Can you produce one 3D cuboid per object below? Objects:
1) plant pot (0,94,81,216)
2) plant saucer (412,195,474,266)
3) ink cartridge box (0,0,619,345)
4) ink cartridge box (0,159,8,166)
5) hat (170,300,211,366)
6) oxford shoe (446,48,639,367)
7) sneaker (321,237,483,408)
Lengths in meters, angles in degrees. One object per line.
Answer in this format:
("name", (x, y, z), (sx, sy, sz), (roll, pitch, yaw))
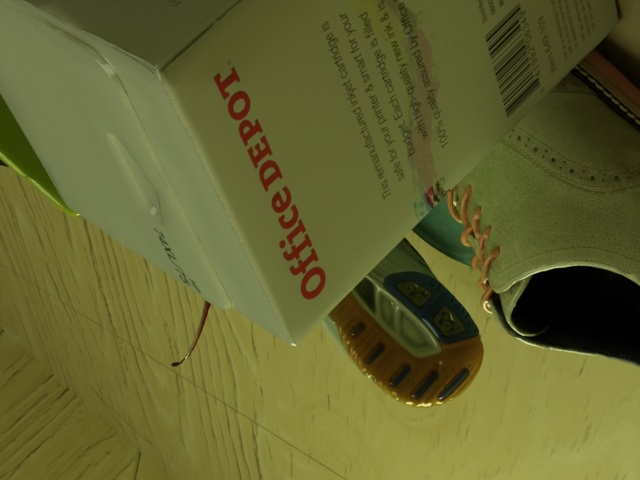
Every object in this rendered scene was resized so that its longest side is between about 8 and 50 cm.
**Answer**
("plant pot", (-0.171, -0.168, 1.090), (0.228, 0.207, 0.227), (42, -179, -7))
("plant saucer", (0.088, -0.036, 1.167), (0.195, 0.037, 0.195), (38, 158, 18))
("ink cartridge box", (-0.016, -0.129, 0.844), (0.197, 0.270, 0.198), (29, 154, 38))
("ink cartridge box", (-0.190, -0.101, 1.394), (0.176, 0.069, 0.371), (11, 168, -6))
("hat", (-0.068, -0.017, 1.294), (0.173, 0.183, 0.208), (15, 144, 55))
("oxford shoe", (0.122, -0.030, 0.943), (0.397, 0.146, 0.140), (31, 158, 38))
("sneaker", (0.000, 0.000, 1.223), (0.296, 0.112, 0.131), (54, -179, -9))
